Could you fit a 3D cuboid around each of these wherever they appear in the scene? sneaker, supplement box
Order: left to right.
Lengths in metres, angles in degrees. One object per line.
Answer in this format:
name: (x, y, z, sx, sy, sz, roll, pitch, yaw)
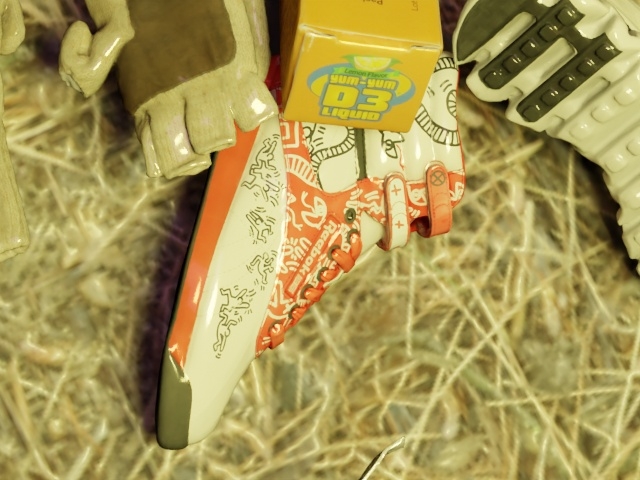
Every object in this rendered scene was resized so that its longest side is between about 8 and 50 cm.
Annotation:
sneaker: (0.000, -0.001, 0.907, 0.145, 0.090, 0.270, 15, 77, -5)
supplement box: (0.017, -0.172, 0.893, 0.078, 0.080, 0.233, 7, 51, -10)
sneaker: (0.204, -0.064, 0.949, 0.292, 0.110, 0.118, 48, 33, -14)

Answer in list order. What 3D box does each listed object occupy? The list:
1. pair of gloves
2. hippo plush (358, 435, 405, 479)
pair of gloves: (-0.149, -0.104, 0.881, 0.240, 0.042, 0.204, -26, 77, 4)
hippo plush: (-0.024, 0.269, 0.837, 0.294, 0.234, 0.237, -35, 115, -8)
